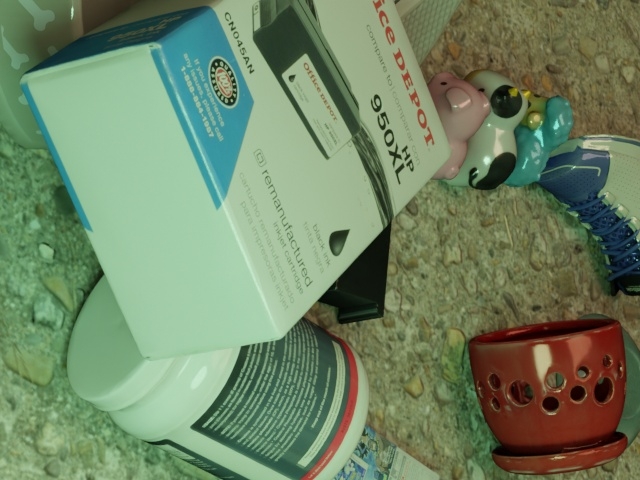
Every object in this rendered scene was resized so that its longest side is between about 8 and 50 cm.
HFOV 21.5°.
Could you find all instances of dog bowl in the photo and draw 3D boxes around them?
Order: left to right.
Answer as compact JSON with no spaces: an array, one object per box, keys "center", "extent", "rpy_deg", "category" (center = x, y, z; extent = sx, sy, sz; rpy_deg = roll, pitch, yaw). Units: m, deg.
[{"center":[-0.208,-0.246,1.658],"extent":[0.349,0.102,0.349],"rpy_deg":[7,90,-69],"category":"dog bowl"}]

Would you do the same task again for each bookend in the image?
[{"center":[0.000,0.000,1.926],"extent":[0.156,0.072,0.157],"rpy_deg":[18,69,-39],"category":"bookend"}]

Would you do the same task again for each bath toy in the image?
[{"center":[0.168,-0.138,2.054],"extent":[0.348,0.129,0.151],"rpy_deg":[-3,84,-49],"category":"bath toy"}]

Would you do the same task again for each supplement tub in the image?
[{"center":[-0.101,0.138,1.718],"extent":[0.272,0.191,0.191],"rpy_deg":[32,60,-35],"category":"supplement tub"}]

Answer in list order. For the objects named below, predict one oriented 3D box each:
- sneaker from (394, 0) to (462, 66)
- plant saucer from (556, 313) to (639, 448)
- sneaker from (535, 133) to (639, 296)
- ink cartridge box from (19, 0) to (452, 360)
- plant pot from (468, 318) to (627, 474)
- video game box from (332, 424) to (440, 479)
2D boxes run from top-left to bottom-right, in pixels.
[{"center":[0.091,-0.300,2.055],"extent":[0.321,0.127,0.126],"rpy_deg":[-53,154,-12],"category":"sneaker"},{"center":[0.395,0.192,2.280],"extent":[0.195,0.037,0.195],"rpy_deg":[12,72,-42],"category":"plant saucer"},{"center":[0.417,-0.022,2.286],"extent":[0.315,0.127,0.182],"rpy_deg":[19,66,-41],"category":"sneaker"},{"center":[-0.060,-0.112,1.587],"extent":[0.395,0.166,0.285],"rpy_deg":[-46,119,-51],"category":"ink cartridge box"},{"center":[0.286,0.193,2.074],"extent":[0.191,0.191,0.174],"rpy_deg":[-8,89,-44],"category":"plant pot"},{"center":[0.037,0.317,1.909],"extent":[0.187,0.048,0.205],"rpy_deg":[39,56,-33],"category":"video game box"}]
